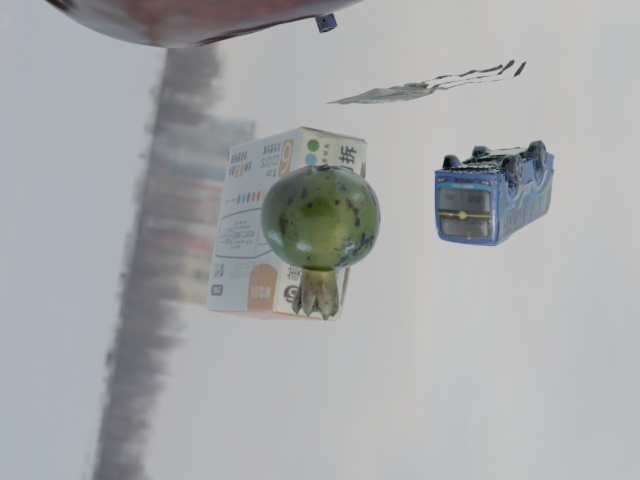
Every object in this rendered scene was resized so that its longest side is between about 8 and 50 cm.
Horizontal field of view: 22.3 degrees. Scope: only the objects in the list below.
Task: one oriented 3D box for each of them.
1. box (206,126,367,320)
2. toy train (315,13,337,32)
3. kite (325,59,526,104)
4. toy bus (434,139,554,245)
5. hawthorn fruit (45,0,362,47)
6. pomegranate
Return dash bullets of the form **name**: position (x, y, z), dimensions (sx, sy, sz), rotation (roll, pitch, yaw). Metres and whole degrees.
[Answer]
- **box**: position (-0.044, -0.014, 1.922), dimensions (0.274, 0.091, 0.220), rotation (170, -72, -68)
- **toy train**: position (-0.004, -0.246, 1.595), dimensions (0.017, 0.017, 0.083), rotation (-25, -98, 54)
- **kite**: position (0.123, -0.168, 1.775), dimensions (0.127, 0.229, 0.016), rotation (21, -57, 63)
- **toy bus**: position (0.118, -0.033, 1.085), dimensions (0.153, 0.051, 0.061), rotation (-25, 115, -66)
- **hawthorn fruit**: position (-0.077, -0.263, 1.017), dimensions (0.308, 0.325, 0.308), rotation (50, 28, -39)
- **pomegranate**: position (0.000, 0.000, 1.483), dimensions (0.114, 0.114, 0.142), rotation (-122, -146, -80)
